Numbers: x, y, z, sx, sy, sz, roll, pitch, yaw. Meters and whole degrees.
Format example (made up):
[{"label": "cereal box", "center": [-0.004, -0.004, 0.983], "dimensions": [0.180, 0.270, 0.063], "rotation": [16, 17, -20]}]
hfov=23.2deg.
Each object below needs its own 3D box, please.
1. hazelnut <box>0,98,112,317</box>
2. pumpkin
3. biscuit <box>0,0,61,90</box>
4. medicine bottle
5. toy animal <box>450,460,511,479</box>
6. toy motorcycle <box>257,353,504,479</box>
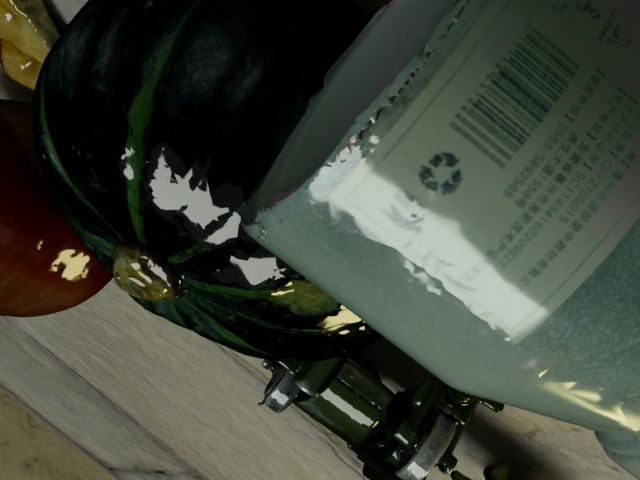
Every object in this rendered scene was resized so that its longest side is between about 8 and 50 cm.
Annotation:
[{"label": "hazelnut", "center": [-0.300, -0.024, 1.535], "dimensions": [0.229, 0.229, 0.229], "rotation": [30, 158, 13]}, {"label": "pumpkin", "center": [-0.058, -0.046, 1.082], "dimensions": [0.315, 0.238, 0.315], "rotation": [27, 154, 14]}, {"label": "biscuit", "center": [-0.224, -0.164, 1.376], "dimensions": [0.183, 0.039, 0.174], "rotation": [30, 156, 13]}, {"label": "medicine bottle", "center": [0.139, -0.014, 0.862], "dimensions": [0.290, 0.245, 0.245], "rotation": [39, 159, -10]}, {"label": "toy animal", "center": [0.213, 0.299, 1.659], "dimensions": [0.181, 0.073, 0.136], "rotation": [31, 164, 8]}, {"label": "toy motorcycle", "center": [0.048, 0.157, 1.546], "dimensions": [0.205, 0.127, 0.275], "rotation": [37, 166, -3]}]
